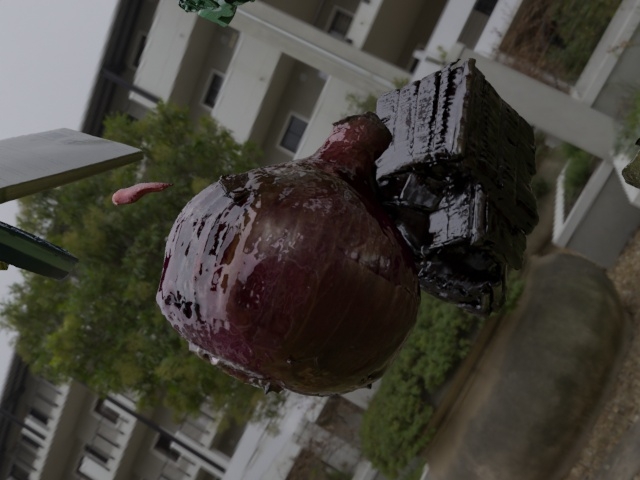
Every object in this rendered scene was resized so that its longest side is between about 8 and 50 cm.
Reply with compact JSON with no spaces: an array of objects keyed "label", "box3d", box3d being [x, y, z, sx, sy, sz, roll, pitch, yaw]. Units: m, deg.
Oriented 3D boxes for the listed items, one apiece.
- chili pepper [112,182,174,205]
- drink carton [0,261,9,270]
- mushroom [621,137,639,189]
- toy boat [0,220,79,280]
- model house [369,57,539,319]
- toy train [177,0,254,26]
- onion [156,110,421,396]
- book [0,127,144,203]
[{"label":"chili pepper","box3d":[-0.385,-0.104,1.472,0.027,0.178,0.045,62,-145,-31]},{"label":"drink carton","box3d":[-0.723,0.020,1.403,0.071,0.166,0.056,110,158,-52]},{"label":"mushroom","box3d":[0.542,-0.108,0.886,0.218,0.211,0.292,-24,-9,-16]},{"label":"toy boat","box3d":[-0.556,0.014,1.280,0.061,0.096,0.299,-60,-16,-7]},{"label":"model house","box3d":[0.178,-0.084,1.040,0.282,0.298,0.316,83,-162,-66]},{"label":"toy train","box3d":[-0.175,-0.416,1.164,0.178,0.105,0.071,11,81,66]},{"label":"onion","box3d":[-0.013,0.005,0.892,0.385,0.348,0.347,-64,-10,-10]},{"label":"book","box3d":[-0.445,-0.125,1.062,0.283,0.215,0.025,-28,-50,-51]}]
